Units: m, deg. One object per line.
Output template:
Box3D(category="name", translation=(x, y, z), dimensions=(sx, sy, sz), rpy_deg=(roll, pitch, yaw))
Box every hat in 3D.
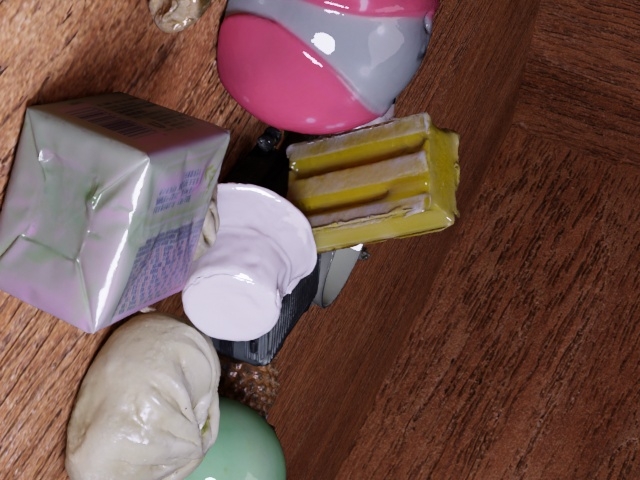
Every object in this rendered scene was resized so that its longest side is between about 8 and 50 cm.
Box3D(category="hat", translation=(-0.103, 0.041, 1.557), dimensions=(0.126, 0.203, 0.203), rpy_deg=(-81, -179, -49))

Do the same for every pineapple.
Box3D(category="pineapple", translation=(-0.110, 0.311, 2.029), dimensions=(0.130, 0.119, 0.277), rpy_deg=(-8, 102, -37))

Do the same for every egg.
Box3D(category="egg", translation=(-0.158, 0.331, 1.811), dimensions=(0.269, 0.220, 0.220), rpy_deg=(93, 22, -69))

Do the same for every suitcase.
Box3D(category="suitcase", translation=(-0.083, 0.014, 1.787), dimensions=(0.202, 0.128, 0.312), rpy_deg=(-55, 159, -40))

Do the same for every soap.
Box3D(category="soap", translation=(-0.199, -0.033, 1.213), dimensions=(0.199, 0.138, 0.182), rpy_deg=(-31, 140, -69))
Box3D(category="soap", translation=(0.060, -0.069, 1.595), dimensions=(0.076, 0.233, 0.135), rpy_deg=(26, 62, -47))

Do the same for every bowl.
Box3D(category="bowl", translation=(0.000, 0.000, 2.149), dimensions=(0.211, 0.112, 0.211), rpy_deg=(22, 90, -77))

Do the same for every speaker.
Box3D(category="speaker", translation=(0.000, -0.265, 1.562), dimensions=(0.294, 0.294, 0.294), rpy_deg=(22, 90, -77))

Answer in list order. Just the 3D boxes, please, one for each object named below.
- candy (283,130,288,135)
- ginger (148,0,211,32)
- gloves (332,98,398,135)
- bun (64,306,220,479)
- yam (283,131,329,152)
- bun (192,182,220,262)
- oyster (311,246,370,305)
Box3D(category="candy", translation=(0.009, -0.256, 1.843), dimensions=(0.203, 0.078, 0.141), rpy_deg=(-45, 146, -31))
Box3D(category="ginger", translation=(-0.075, -0.349, 1.318), dimensions=(0.333, 0.081, 0.148), rpy_deg=(-57, 168, -37))
Box3D(category="gloves", translation=(0.068, -0.154, 2.196), dimensions=(0.127, 0.111, 0.212), rpy_deg=(-46, 148, -70))
Box3D(category="bun", translation=(-0.205, 0.214, 1.569), dimensions=(0.259, 0.160, 0.259), rpy_deg=(-59, 166, -24))
Box3D(category="yam", translation=(-0.005, -0.179, 1.946), dimensions=(0.061, 0.061, 0.274), rpy_deg=(70, 44, -72))
Box3D(category="bun", translation=(-0.170, -0.017, 1.445), dimensions=(0.183, 0.102, 0.183), rpy_deg=(-59, 166, -24))
Box3D(category="oyster", translation=(0.020, 0.048, 2.367), dimensions=(0.252, 0.087, 0.199), rpy_deg=(-48, 167, -38))
